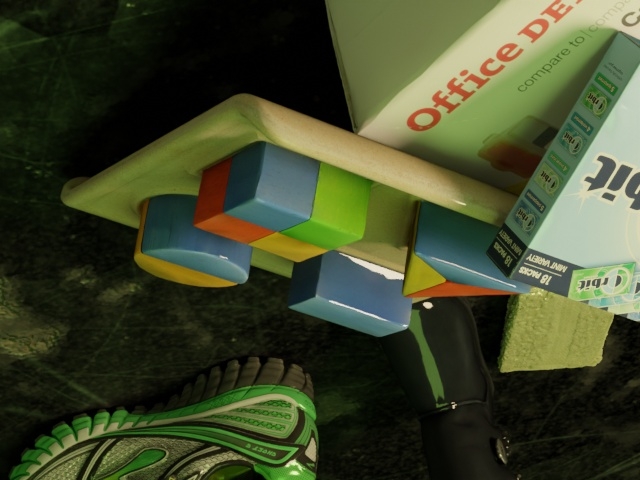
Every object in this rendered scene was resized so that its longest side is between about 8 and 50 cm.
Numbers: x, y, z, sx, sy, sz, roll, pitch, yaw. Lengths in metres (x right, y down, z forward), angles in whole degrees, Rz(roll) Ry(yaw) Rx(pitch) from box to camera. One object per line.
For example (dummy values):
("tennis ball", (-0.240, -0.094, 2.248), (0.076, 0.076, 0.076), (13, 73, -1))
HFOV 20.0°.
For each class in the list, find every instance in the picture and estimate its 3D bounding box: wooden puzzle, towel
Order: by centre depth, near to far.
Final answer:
("wooden puzzle", (0.000, 0.000, 1.414), (0.322, 0.080, 0.348), (18, 163, -27))
("towel", (0.227, 0.079, 1.751), (0.110, 0.027, 0.148), (-5, 142, -6))

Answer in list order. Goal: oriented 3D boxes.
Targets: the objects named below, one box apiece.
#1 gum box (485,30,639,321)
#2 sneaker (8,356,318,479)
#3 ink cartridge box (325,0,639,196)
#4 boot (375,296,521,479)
("gum box", (0.228, -0.038, 1.286), (0.157, 0.041, 0.184), (18, 110, -33))
("sneaker", (-0.161, 0.235, 1.751), (0.344, 0.146, 0.134), (-24, 140, 17))
("ink cartridge box", (0.235, -0.149, 1.365), (0.385, 0.160, 0.279), (22, 132, -35))
("boot", (0.124, 0.168, 1.690), (0.094, 0.207, 0.246), (-19, 140, 10))
